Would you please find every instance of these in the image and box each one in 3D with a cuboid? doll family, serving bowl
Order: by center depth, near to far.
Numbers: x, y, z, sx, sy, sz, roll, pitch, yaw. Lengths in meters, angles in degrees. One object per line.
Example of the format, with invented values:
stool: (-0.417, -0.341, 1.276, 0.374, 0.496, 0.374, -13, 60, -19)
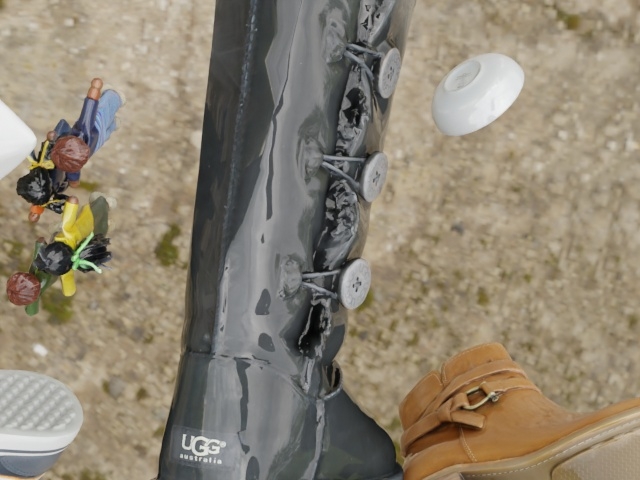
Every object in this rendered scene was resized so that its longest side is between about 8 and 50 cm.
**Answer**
doll family: (-0.186, -0.030, 0.863, 0.076, 0.111, 0.192, 8, 114, 8)
serving bowl: (0.122, -0.123, 0.954, 0.083, 0.083, 0.027, -52, 121, -14)

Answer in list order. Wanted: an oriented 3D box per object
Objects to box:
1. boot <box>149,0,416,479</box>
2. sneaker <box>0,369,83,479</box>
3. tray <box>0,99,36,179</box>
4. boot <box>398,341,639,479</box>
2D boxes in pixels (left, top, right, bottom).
boot: (0.000, 0.000, 0.967, 0.367, 0.146, 0.444, 14, 81, -73)
sneaker: (-0.387, 0.176, 1.070, 0.321, 0.126, 0.127, 17, 123, -32)
tray: (-0.241, -0.037, 0.514, 0.145, 0.270, 0.030, 46, 49, -17)
boot: (0.198, 0.170, 1.087, 0.283, 0.220, 0.109, -35, 116, 15)
